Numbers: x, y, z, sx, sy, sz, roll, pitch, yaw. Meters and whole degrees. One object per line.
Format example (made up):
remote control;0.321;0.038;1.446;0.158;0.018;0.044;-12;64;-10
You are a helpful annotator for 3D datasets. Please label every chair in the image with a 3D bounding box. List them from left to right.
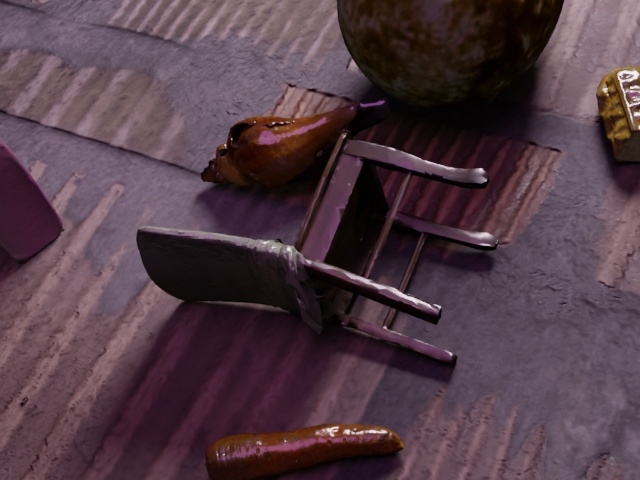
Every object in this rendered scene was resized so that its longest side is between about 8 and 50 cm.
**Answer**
chair;0.000;0.000;0.999;0.319;0.160;0.186;15;67;21

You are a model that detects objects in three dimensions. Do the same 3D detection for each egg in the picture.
egg;0.154;-0.275;1.096;0.289;0.238;0.238;-29;53;-30

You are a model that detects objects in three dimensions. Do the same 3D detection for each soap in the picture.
soap;-0.427;-0.109;1.157;0.081;0.181;0.259;-40;56;-14

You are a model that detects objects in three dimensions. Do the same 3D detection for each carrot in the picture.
carrot;-0.016;0.200;0.939;0.191;0.047;0.047;-9;55;1

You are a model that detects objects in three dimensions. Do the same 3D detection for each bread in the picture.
bread;0.339;-0.143;1.070;0.066;0.060;0.110;-29;48;31

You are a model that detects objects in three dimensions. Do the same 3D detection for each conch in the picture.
conch;-0.033;-0.102;1.113;0.232;0.086;0.080;-2;57;14
